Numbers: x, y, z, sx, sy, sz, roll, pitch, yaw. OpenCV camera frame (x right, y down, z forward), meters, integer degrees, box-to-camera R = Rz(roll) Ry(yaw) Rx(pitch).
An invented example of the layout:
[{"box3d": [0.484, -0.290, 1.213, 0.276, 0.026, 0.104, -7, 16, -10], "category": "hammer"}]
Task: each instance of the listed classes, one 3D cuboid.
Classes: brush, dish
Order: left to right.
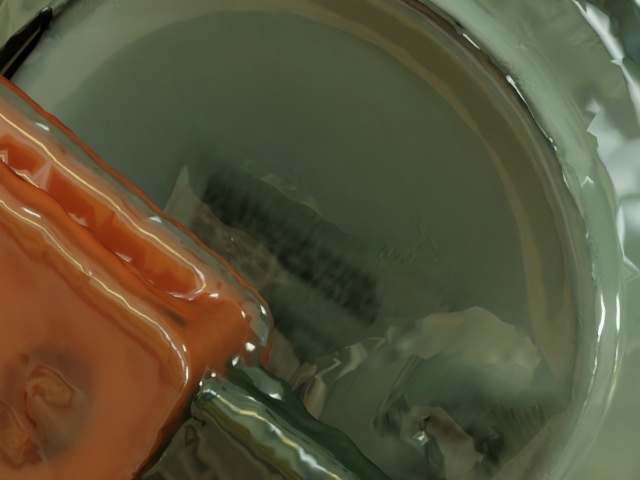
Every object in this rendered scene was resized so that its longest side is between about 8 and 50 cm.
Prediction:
[{"box3d": [-0.110, -0.022, 0.441, 0.323, 0.070, 0.051, 41, 25, 6], "category": "brush"}, {"box3d": [0.000, 0.000, 0.522, 0.316, 0.316, 0.106, 38, 24, 7], "category": "dish"}]
